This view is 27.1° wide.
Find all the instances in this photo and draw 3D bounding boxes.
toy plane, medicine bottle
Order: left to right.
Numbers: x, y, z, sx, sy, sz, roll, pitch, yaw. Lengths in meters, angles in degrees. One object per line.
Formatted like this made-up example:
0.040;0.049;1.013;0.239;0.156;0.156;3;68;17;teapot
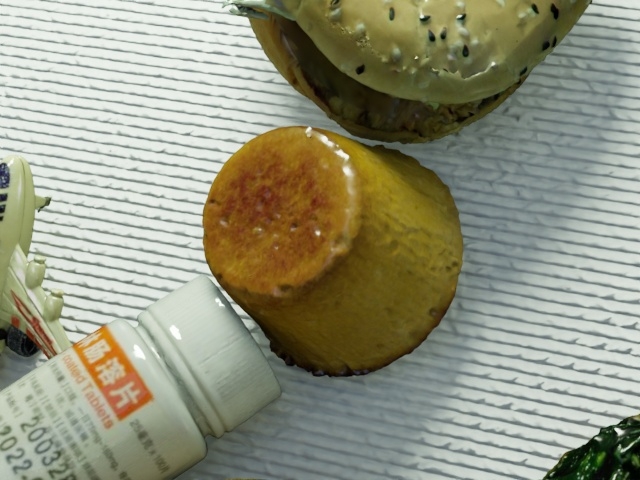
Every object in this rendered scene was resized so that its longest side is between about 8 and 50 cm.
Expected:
-0.302;0.047;1.204;0.242;0.104;0.256;20;91;22;toy plane
-0.167;0.146;1.100;0.252;0.144;0.144;-30;66;-11;medicine bottle

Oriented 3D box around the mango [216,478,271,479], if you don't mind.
-0.114;0.331;1.006;0.378;0.221;0.264;-38;62;-13;mango

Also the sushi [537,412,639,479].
0.223;0.228;0.994;0.149;0.140;0.287;27;78;14;sushi

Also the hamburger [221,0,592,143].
0.074;-0.233;1.139;0.318;0.195;0.277;17;72;-11;hamburger

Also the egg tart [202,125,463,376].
0.000;0.000;1.118;0.215;0.171;0.215;-11;67;27;egg tart
